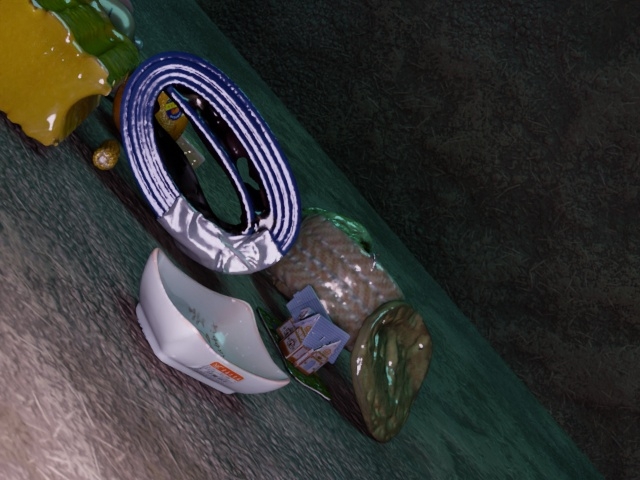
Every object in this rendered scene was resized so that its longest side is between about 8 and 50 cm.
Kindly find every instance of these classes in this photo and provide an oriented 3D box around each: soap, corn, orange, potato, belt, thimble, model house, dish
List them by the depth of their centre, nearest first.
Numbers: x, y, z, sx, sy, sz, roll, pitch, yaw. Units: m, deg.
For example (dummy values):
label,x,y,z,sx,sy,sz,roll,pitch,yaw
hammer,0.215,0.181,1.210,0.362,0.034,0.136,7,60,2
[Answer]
label,x,y,z,sx,sy,sz,roll,pitch,yaw
dish,-0.144,0.117,1.494,0.212,0.077,0.151,37,18,-50
soap,-0.407,-0.298,1.703,0.293,0.156,0.335,43,11,-12
corn,-0.314,-0.127,1.786,0.037,0.037,0.092,46,11,-16
belt,-0.167,-0.113,1.790,0.347,0.212,0.117,59,-5,-10
model house,-0.013,0.148,1.888,0.117,0.088,0.167,39,14,-42
orange,-0.282,-0.217,2.000,0.135,0.117,0.136,-2,93,-58
thimble,0.024,0.069,2.050,0.229,0.148,0.196,40,-10,40
potato,-0.258,-0.169,2.114,0.122,0.061,0.086,45,8,-22

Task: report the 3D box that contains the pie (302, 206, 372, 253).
label,x,y,z,sx,sy,sz,roll,pitch,yaw
pie,0.000,0.000,2.262,0.201,0.090,0.248,40,-24,-24

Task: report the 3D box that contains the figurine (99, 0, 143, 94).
label,x,y,z,sx,sy,sz,roll,pitch,yaw
figurine,-0.364,-0.347,2.047,0.186,0.176,0.287,30,-13,27

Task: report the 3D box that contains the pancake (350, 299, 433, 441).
label,x,y,z,sx,sy,sz,roll,pitch,yaw
pancake,0.109,0.211,1.968,0.050,0.242,0.242,5,-17,33
